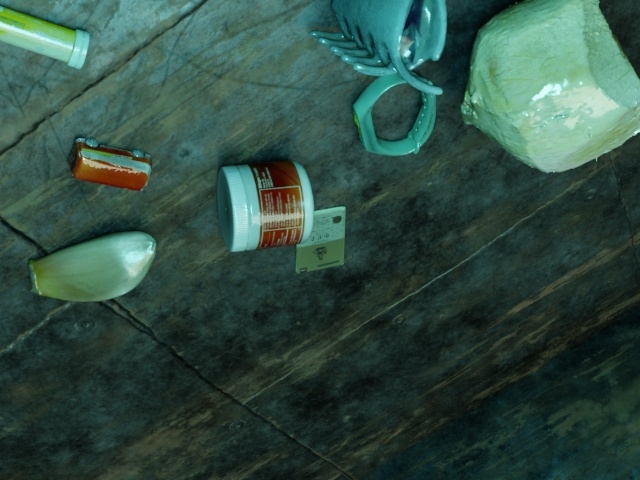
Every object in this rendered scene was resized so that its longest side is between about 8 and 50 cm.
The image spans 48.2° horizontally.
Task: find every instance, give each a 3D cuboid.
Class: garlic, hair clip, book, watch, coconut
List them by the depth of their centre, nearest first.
[{"bbox_3d":[0.137,-0.448,1.368,0.392,0.318,0.238,6,118,-29],"label":"hair clip"},{"bbox_3d":[0.490,-0.343,1.585,0.405,0.404,0.404,-12,132,-14],"label":"coconut"},{"bbox_3d":[-0.526,0.065,1.675,0.318,0.112,0.143,-15,110,-2],"label":"garlic"},{"bbox_3d":[0.177,-0.293,1.692,0.195,0.068,0.237,-20,139,0],"label":"watch"},{"bbox_3d":[0.000,0.000,1.910,0.139,0.016,0.198,-11,132,-14],"label":"book"}]

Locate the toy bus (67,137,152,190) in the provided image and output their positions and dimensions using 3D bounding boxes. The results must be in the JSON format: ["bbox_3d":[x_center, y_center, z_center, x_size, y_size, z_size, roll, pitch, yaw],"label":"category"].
[{"bbox_3d":[-0.447,-0.158,1.542,0.174,0.077,0.079,11,123,-30],"label":"toy bus"}]

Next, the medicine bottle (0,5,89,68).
[{"bbox_3d":[-0.543,-0.385,1.315,0.218,0.074,0.074,14,122,-29],"label":"medicine bottle"}]

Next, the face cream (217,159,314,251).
[{"bbox_3d":[-0.130,-0.081,1.658,0.187,0.201,0.201,-7,130,-17],"label":"face cream"}]
